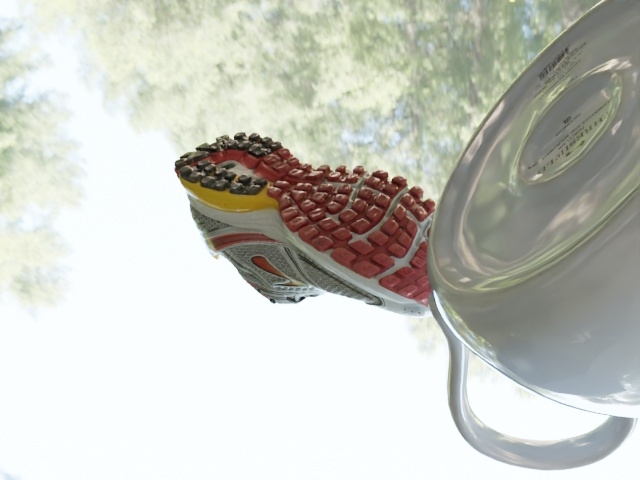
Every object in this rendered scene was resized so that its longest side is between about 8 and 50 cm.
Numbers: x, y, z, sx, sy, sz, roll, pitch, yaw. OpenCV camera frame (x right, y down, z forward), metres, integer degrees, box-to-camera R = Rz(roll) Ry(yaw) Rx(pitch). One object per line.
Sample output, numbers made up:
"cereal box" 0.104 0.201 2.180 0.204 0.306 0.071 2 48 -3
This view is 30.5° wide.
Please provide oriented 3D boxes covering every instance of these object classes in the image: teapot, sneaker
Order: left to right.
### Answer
"sneaker" 0.000 0.000 0.770 0.088 0.093 0.225 -33 -140 -31
"teapot" 0.188 0.000 0.605 0.187 0.256 0.252 37 -109 -19
